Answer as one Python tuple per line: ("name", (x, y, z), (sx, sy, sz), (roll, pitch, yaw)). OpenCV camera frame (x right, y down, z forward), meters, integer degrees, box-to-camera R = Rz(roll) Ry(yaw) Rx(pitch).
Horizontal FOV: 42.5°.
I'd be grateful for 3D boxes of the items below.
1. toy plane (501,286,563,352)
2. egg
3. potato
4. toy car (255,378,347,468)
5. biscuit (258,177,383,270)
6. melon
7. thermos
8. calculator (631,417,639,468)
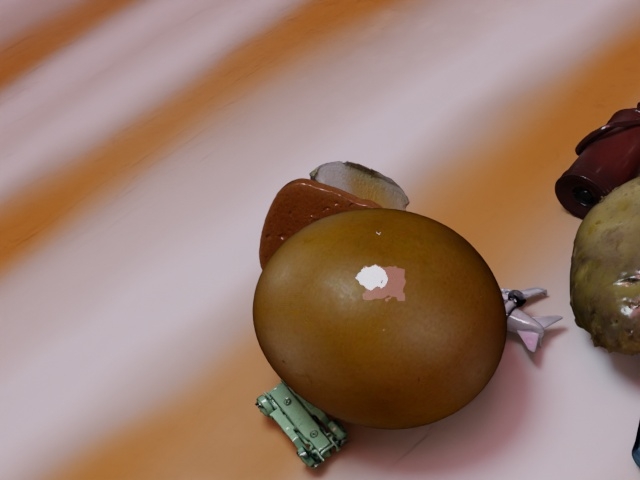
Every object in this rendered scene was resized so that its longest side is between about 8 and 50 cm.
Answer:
("toy plane", (0.246, 0.102, 1.164), (0.171, 0.066, 0.162), (27, 52, 33))
("egg", (0.071, 0.099, 1.072), (0.351, 0.283, 0.283), (2, 47, 38))
("potato", (0.421, 0.036, 1.084), (0.191, 0.141, 0.296), (-27, 24, 43))
("toy car", (-0.025, 0.248, 1.130), (0.073, 0.054, 0.143), (-37, 50, -14))
("biscuit", (0.000, 0.000, 1.316), (0.192, 0.186, 0.036), (20, 24, 8))
("melon", (0.043, -0.059, 1.375), (0.139, 0.202, 0.093), (-27, 52, 47))
("thermos", (0.472, -0.134, 1.289), (0.124, 0.099, 0.232), (43, 65, 5))
("calculator", (0.486, 0.187, 0.992), (0.173, 0.051, 0.293), (12, 52, 32))
